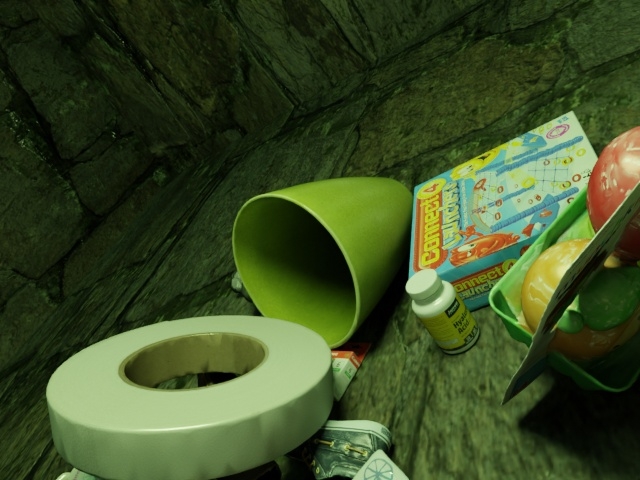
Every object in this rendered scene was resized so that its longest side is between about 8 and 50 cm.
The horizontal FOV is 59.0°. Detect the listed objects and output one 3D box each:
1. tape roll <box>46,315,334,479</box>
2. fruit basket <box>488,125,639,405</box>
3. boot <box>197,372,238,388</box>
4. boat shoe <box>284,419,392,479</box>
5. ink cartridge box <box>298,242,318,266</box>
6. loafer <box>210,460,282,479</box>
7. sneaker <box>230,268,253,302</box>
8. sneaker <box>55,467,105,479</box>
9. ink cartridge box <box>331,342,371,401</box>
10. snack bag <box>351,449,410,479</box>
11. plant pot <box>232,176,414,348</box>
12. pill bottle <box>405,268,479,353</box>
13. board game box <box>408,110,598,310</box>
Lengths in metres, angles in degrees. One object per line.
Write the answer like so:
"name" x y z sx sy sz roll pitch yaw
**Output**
"tape roll" -0.174 0.199 0.802 0.391 0.072 0.392 -3 12 1
"fruit basket" 0.298 0.002 0.522 0.165 0.353 0.327 40 73 22
"boot" -0.183 0.289 0.951 0.115 0.112 0.305 -48 25 2
"boat shoe" 0.001 0.282 0.736 0.183 0.065 0.083 -17 27 36
"ink cartridge box" 0.000 0.000 1.221 0.172 0.100 0.237 -2 42 53
"loafer" -0.114 0.334 0.629 0.130 0.134 0.366 10 16 3
"sneaker" -0.161 0.100 1.306 0.132 0.086 0.229 -33 13 22
"sneaker" -0.294 0.396 0.840 0.305 0.152 0.114 -19 27 33
"ink cartridge box" 0.028 0.199 0.900 0.062 0.029 0.115 -10 36 48
"snack bag" 0.025 0.387 0.425 0.342 0.037 0.323 -48 35 -4
"plant pot" 0.045 0.000 1.005 0.274 0.275 0.293 -11 15 46
"pill bottle" 0.167 0.097 0.784 0.065 0.116 0.065 -31 24 16
"board game box" 0.297 -0.045 0.901 0.301 0.086 0.308 -25 26 25
